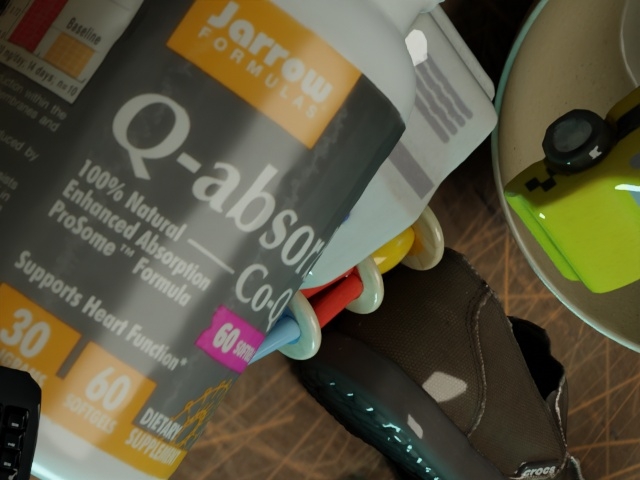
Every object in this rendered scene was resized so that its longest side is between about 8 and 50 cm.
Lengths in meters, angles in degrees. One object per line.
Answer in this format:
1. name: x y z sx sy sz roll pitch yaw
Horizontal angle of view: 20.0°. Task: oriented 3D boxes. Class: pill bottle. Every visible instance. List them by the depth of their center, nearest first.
1. pill bottle: -0.062 -0.046 0.730 0.278 0.162 0.162 -56 148 -4

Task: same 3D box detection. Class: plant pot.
1. plant pot: 0.245 -0.091 1.060 0.191 0.284 0.284 -74 177 -63

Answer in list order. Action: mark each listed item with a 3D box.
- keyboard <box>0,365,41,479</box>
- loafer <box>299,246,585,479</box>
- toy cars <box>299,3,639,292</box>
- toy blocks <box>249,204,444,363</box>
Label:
1. keyboard: -0.199 0.074 0.634 0.038 0.192 0.100 -79 -179 -67
2. loafer: 0.119 0.119 1.142 0.130 0.134 0.366 -53 148 -9
3. toy cars: 0.097 -0.033 0.873 0.394 0.087 0.176 -4 125 -19
4. toy blocks: 0.000 0.000 0.956 0.148 0.054 0.123 -34 141 -33
